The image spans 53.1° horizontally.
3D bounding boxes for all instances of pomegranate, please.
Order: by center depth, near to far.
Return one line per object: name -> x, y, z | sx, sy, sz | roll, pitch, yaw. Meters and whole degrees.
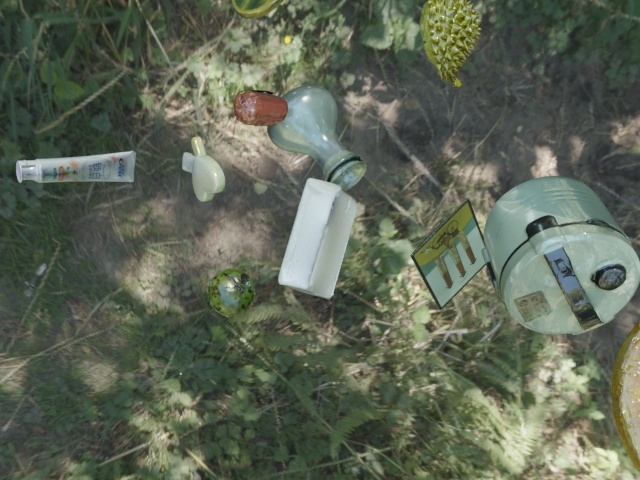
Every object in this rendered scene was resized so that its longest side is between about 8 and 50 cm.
pomegranate -> -0.235, 0.129, 1.608 | 0.122, 0.161, 0.122 | -3, 94, -43

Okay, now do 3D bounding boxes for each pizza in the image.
pizza -> 0.389, 0.177, 0.711 | 0.134, 0.046, 0.175 | 19, 76, 8

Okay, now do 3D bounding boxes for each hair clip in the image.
hair clip -> -0.304, -0.189, 1.666 | 0.071, 0.218, 0.159 | -11, 116, -28

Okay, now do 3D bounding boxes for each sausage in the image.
sausage -> -0.125, -0.273, 1.329 | 0.141, 0.076, 0.076 | -16, 80, -56

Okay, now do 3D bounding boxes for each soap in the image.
soap -> 0.000, 0.000, 1.079 | 0.063, 0.121, 0.183 | 13, 82, 23

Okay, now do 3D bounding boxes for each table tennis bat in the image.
table tennis bat -> -0.095, -0.655, 1.582 | 0.050, 0.320, 0.198 | 30, 60, -49

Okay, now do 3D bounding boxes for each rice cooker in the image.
rice cooker -> 0.389, 0.031, 1.056 | 0.226, 0.226, 0.244 | 9, 34, -10

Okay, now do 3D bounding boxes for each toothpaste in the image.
toothpaste -> -0.683, -0.202, 1.815 | 0.323, 0.066, 0.100 | -9, 122, -36

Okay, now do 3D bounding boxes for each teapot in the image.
teapot -> -0.002, -0.234, 1.497 | 0.183, 0.183, 0.251 | -31, 68, -16

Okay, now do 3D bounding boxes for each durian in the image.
durian -> 0.237, -0.349, 1.140 | 0.102, 0.208, 0.146 | -1, 52, 21

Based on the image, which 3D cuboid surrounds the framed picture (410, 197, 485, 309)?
framed picture -> 0.404, 0.050, 1.950 | 0.244, 0.324, 0.013 | -44, 46, -8
